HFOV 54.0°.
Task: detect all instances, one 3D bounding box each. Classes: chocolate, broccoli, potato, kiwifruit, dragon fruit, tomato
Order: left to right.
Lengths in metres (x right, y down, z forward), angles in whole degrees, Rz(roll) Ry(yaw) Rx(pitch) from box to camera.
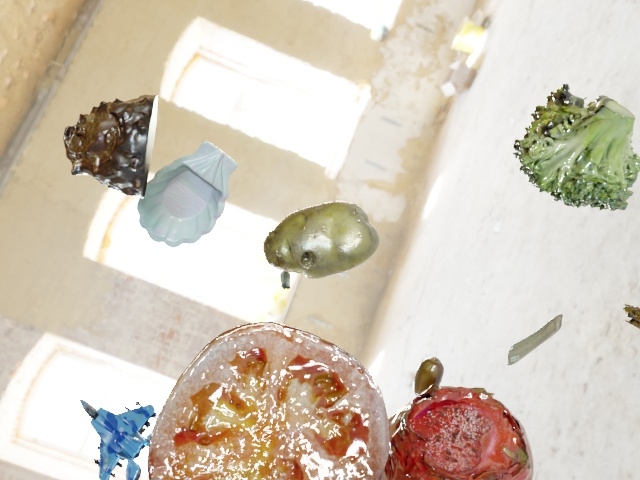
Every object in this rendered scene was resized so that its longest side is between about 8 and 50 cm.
[{"bbox_3d":[-0.436,-0.206,1.282,0.206,0.176,0.224,119,154,-58],"label":"chocolate"},{"bbox_3d":[-0.067,0.290,0.920,0.144,0.338,0.339,107,-178,-68],"label":"tomato"},{"bbox_3d":[0.000,0.000,1.594,0.141,0.296,0.192,94,165,-66],"label":"potato"},{"bbox_3d":[0.280,0.360,1.635,0.075,0.075,0.125,-79,-1,-65],"label":"kiwifruit"},{"bbox_3d":[0.237,0.421,1.161,0.296,0.295,0.302,-75,11,-52],"label":"dragon fruit"},{"bbox_3d":[0.671,-0.230,1.599,0.272,0.334,0.324,-55,-12,23],"label":"broccoli"}]

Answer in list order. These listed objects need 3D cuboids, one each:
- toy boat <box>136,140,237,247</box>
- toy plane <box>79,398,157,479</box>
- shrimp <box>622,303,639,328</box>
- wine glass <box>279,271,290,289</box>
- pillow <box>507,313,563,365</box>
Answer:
[{"bbox_3d":[-0.331,-0.120,1.575,0.290,0.199,0.100,-46,24,17],"label":"toy boat"},{"bbox_3d":[-0.424,0.388,1.286,0.246,0.078,0.169,19,70,43],"label":"toy plane"},{"bbox_3d":[0.724,0.160,1.271,0.115,0.051,0.217,-32,24,-34],"label":"shrimp"},{"bbox_3d":[-0.109,0.114,1.990,0.039,0.042,0.083,85,-179,-58],"label":"wine glass"},{"bbox_3d":[0.661,0.308,1.933,0.217,0.033,0.130,-34,-36,-8],"label":"pillow"}]
